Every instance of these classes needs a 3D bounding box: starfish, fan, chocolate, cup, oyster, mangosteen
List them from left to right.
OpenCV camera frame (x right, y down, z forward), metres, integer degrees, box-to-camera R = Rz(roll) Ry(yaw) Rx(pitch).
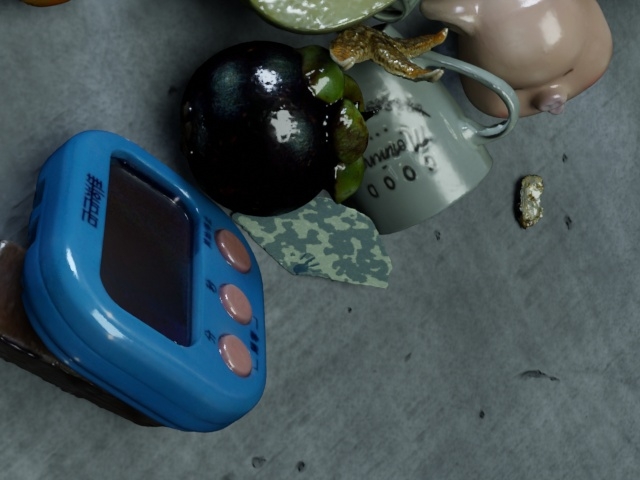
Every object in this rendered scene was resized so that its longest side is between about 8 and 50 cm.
[{"bbox_3d":[-0.288,0.110,1.578,0.321,0.112,0.112,32,66,-32],"label":"chocolate"},{"bbox_3d":[-0.053,-0.135,1.646,0.243,0.243,0.243,-2,93,-35],"label":"mangosteen"},{"bbox_3d":[0.000,0.000,1.780,0.240,0.131,0.009,26,34,-21],"label":"fan"},{"bbox_3d":[0.080,-0.222,1.620,0.138,0.247,0.050,13,116,1],"label":"starfish"},{"bbox_3d":[0.122,-0.166,1.770,0.234,0.258,0.186,60,26,-16],"label":"cup"},{"bbox_3d":[0.311,-0.058,2.043,0.054,0.019,0.083,6,87,-37],"label":"oyster"}]

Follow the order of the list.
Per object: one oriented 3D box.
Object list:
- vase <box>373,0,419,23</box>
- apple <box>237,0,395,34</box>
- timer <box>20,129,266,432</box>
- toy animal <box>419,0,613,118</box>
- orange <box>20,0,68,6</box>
[{"bbox_3d":[0.114,-0.388,1.788,0.128,0.128,0.248,43,48,-29],"label":"vase"},{"bbox_3d":[-0.022,-0.425,1.614,0.360,0.320,0.311,-56,134,-12],"label":"apple"},{"bbox_3d":[-0.195,0.046,1.540,0.309,0.115,0.340,38,28,-31],"label":"timer"},{"bbox_3d":[0.274,-0.314,1.839,0.269,0.237,0.326,41,34,-62],"label":"toy animal"},{"bbox_3d":[-0.318,-0.373,1.493,0.234,0.182,0.234,7,77,-29],"label":"orange"}]
